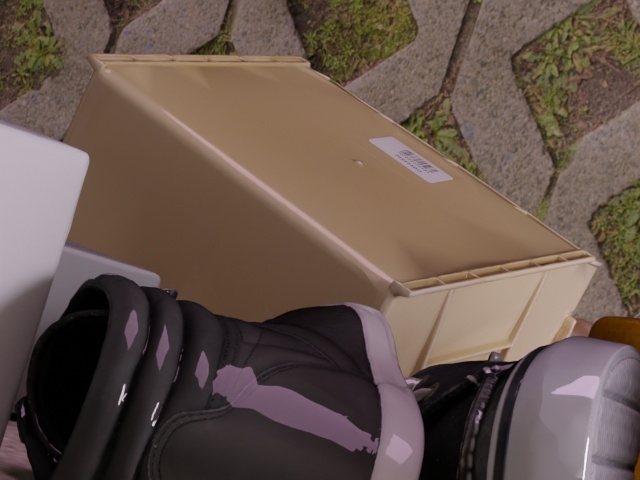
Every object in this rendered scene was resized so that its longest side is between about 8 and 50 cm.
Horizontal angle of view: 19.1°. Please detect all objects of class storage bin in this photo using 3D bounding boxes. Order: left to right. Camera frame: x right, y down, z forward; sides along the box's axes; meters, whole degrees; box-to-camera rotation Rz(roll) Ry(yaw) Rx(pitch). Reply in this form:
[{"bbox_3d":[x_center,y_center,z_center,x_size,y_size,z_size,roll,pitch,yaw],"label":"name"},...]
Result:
[{"bbox_3d":[0.000,0.000,1.176,0.262,0.123,0.260,36,23,27],"label":"storage bin"}]

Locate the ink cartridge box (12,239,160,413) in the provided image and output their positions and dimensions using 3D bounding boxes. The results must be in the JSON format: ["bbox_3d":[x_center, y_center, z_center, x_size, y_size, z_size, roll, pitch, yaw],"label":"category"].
[{"bbox_3d":[-0.208,0.018,0.964,0.208,0.087,0.153,17,-1,45],"label":"ink cartridge box"}]

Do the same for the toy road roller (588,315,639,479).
[{"bbox_3d":[0.320,0.135,1.279,0.240,0.203,0.329,4,1,-26],"label":"toy road roller"}]

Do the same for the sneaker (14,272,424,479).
[{"bbox_3d":[-0.051,0.059,0.820,0.146,0.105,0.296,23,4,-9],"label":"sneaker"}]

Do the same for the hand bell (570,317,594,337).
[{"bbox_3d":[0.080,0.078,1.371,0.242,0.126,0.126,23,-2,-29],"label":"hand bell"}]

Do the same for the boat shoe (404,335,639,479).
[{"bbox_3d":[0.075,0.109,0.824,0.119,0.121,0.335,9,-11,10],"label":"boat shoe"}]

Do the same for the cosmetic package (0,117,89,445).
[{"bbox_3d":[-0.254,-0.020,0.732,0.224,0.138,0.224,20,2,36],"label":"cosmetic package"}]
